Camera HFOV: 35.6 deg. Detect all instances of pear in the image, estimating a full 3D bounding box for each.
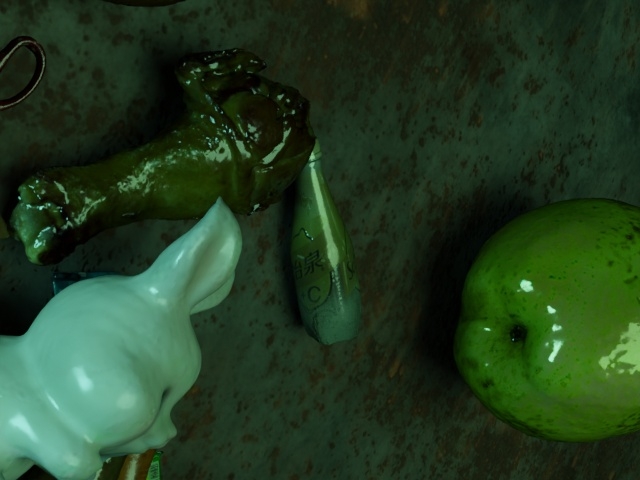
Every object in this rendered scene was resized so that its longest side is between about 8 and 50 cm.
[{"bbox_3d":[0.373,0.125,1.472,0.391,0.391,0.391,-16,113,-41],"label":"pear"}]

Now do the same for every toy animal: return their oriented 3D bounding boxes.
[{"bbox_3d":[-0.233,0.100,0.930,0.368,0.196,0.241,-25,82,-16],"label":"toy animal"}]

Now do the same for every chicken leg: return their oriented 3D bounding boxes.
[{"bbox_3d":[-0.140,-0.099,1.044,0.361,0.140,0.211,-16,122,-44],"label":"chicken leg"}]

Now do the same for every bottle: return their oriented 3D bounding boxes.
[{"bbox_3d":[0.000,0.000,1.252,0.083,0.083,0.269,-27,119,-36],"label":"bottle"}]

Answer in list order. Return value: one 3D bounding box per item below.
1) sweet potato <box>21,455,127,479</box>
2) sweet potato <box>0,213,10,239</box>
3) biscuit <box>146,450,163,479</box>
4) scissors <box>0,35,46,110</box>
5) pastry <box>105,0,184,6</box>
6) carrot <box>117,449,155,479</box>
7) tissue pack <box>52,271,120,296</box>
[{"bbox_3d":[-0.302,0.315,1.027,0.422,0.131,0.130,-55,133,-19],"label":"sweet potato"},{"bbox_3d":[-0.365,-0.051,0.900,0.206,0.060,0.068,37,40,-49],"label":"sweet potato"},{"bbox_3d":[-0.208,0.292,1.188,0.046,0.016,0.089,-13,111,-40],"label":"biscuit"},{"bbox_3d":[-0.343,-0.084,0.860,0.144,0.017,0.247,24,90,-39],"label":"scissors"},{"bbox_3d":[-0.192,-0.377,0.896,0.356,0.164,0.355,-9,103,-42],"label":"pastry"},{"bbox_3d":[-0.225,0.288,1.125,0.061,0.061,0.256,15,86,-46],"label":"carrot"},{"bbox_3d":[-0.260,0.101,1.071,0.085,0.028,0.138,3,104,-45],"label":"tissue pack"}]
